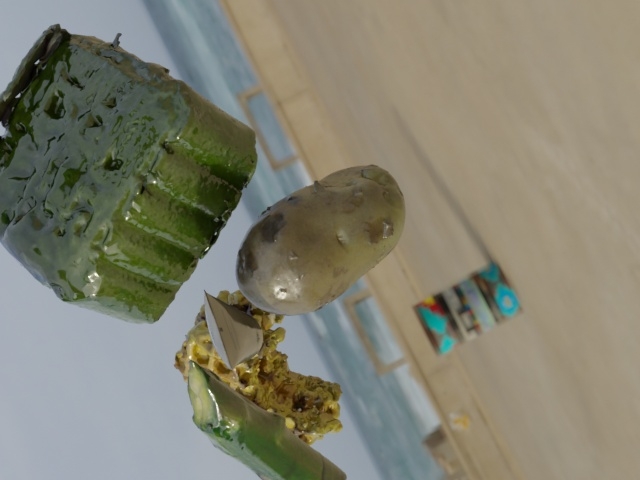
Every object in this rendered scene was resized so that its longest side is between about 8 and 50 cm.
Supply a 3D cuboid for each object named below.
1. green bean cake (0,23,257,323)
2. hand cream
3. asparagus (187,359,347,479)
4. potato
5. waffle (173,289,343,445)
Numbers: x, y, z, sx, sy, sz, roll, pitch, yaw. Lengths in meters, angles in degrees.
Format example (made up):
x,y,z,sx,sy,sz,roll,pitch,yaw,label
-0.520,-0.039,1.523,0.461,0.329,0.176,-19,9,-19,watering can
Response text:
x,y,z,sx,sy,sz,roll,pitch,yaw,label
-0.284,-0.095,1.612,0.319,0.335,0.218,29,-178,39,green bean cake
-0.098,0.102,1.321,0.186,0.054,0.087,59,-169,-82,hand cream
-0.075,0.249,1.500,0.082,0.085,0.343,34,172,44,asparagus
0.000,0.000,1.617,0.165,0.262,0.165,47,160,23,potato
-0.114,0.242,2.197,0.324,0.261,0.151,61,-142,-22,waffle
